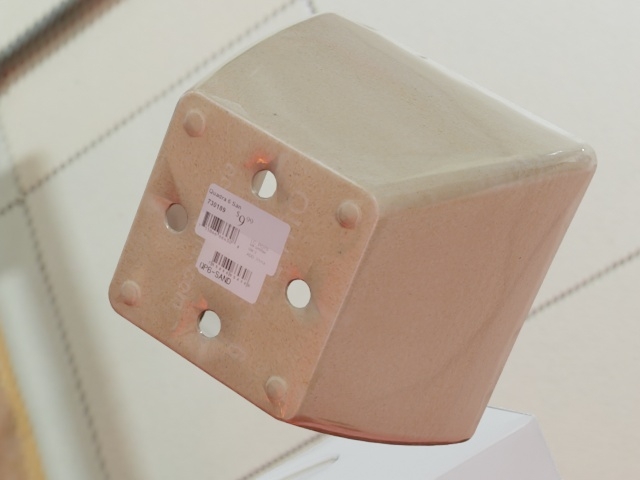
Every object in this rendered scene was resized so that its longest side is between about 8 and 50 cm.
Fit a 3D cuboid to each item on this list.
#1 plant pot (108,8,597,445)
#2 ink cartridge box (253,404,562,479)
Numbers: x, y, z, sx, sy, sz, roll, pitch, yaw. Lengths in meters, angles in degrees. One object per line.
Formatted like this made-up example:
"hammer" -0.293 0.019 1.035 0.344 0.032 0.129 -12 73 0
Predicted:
"plant pot" 0.000 0.000 0.559 0.109 0.096 0.109 32 112 25
"ink cartridge box" 0.050 0.265 0.943 0.129 0.223 0.307 1 116 65
